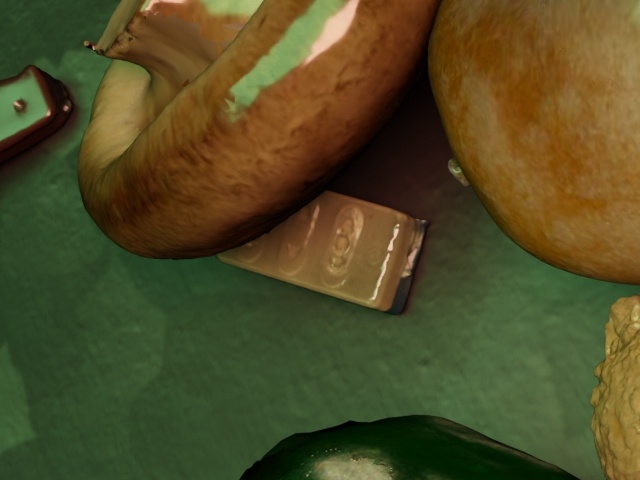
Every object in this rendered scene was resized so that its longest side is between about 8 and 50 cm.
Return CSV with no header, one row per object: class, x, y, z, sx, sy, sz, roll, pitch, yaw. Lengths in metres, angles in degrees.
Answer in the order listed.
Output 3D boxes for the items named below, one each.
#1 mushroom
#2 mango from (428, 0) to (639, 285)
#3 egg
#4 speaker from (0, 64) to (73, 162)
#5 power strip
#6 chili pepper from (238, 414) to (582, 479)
mushroom,-0.027,-0.110,0.872,0.278,0.146,0.278,-49,19,24
mango,0.216,-0.105,0.691,0.384,0.199,0.221,-27,57,32
egg,0.179,0.081,0.728,0.140,0.116,0.118,21,114,34
speaker,-0.317,-0.089,1.141,0.259,0.198,0.329,-21,78,-13
power strip,0.000,0.000,0.926,0.123,0.032,0.056,17,89,37
chili pepper,0.075,0.202,0.685,0.257,0.249,0.233,14,87,41
